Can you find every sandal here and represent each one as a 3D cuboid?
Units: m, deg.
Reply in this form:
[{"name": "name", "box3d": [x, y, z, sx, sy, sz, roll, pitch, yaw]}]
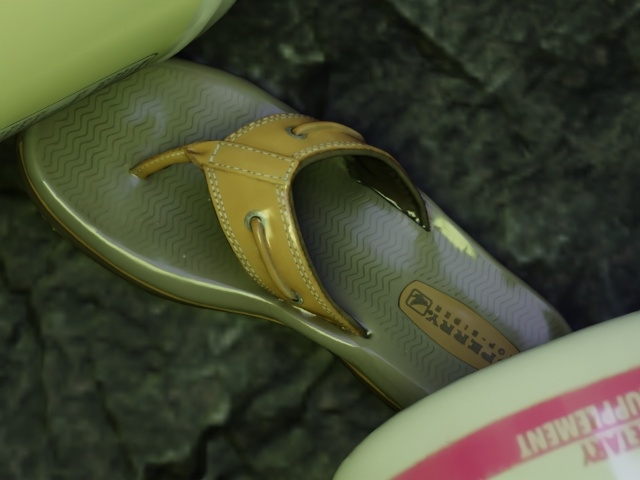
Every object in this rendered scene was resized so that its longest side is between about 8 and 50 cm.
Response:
[{"name": "sandal", "box3d": [0.000, 0.000, 0.545, 0.219, 0.060, 0.090, 34, 66, 1]}]

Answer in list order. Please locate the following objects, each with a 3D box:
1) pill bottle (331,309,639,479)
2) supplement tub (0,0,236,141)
[{"name": "pill bottle", "box3d": [0.118, 0.173, 0.438, 0.160, 0.160, 0.283, -13, 66, -18]}, {"name": "supplement tub", "box3d": [-0.154, -0.127, 0.442, 0.325, 0.235, 0.235, -33, 81, -35]}]
